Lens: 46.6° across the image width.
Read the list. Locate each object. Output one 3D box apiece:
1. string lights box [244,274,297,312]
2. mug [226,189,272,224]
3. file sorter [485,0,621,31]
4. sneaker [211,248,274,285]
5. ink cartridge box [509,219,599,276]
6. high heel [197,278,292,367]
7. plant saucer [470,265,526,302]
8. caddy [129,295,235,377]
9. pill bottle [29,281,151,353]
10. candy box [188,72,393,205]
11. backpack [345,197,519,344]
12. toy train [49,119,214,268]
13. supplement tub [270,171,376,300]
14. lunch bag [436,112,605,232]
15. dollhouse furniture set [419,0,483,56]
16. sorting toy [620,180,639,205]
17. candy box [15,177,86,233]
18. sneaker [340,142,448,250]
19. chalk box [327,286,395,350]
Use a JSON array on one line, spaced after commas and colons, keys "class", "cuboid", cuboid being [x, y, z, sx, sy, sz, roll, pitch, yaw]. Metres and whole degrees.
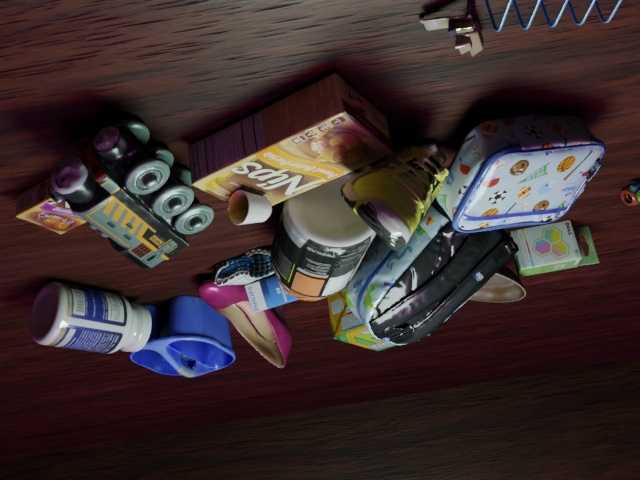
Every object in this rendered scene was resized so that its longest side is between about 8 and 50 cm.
[{"class": "string lights box", "cuboid": [-0.039, 0.102, 1.838, 0.260, 0.076, 0.133, -18, 179, 20]}, {"class": "mug", "cuboid": [-0.127, -0.062, 1.349, 0.064, 0.078, 0.062, 2, 124, -43]}, {"class": "file sorter", "cuboid": [0.316, -0.357, 1.005, 0.171, 0.104, 0.118, -6, 155, -6]}, {"class": "sneaker", "cuboid": [-0.167, 0.069, 1.806, 0.191, 0.071, 0.083, -13, 162, 29]}, {"class": "ink cartridge box", "cuboid": [0.592, 0.016, 1.875, 0.210, 0.108, 0.062, -10, 156, 3]}, {"class": "high heel", "cuboid": [-0.189, 0.217, 1.962, 0.127, 0.181, 0.377, -22, 152, 27]}, {"class": "plant saucer", "cuboid": [0.379, 0.091, 1.932, 0.311, 0.050, 0.310, 15, 164, 4]}, {"class": "caddy", "cuboid": [-0.380, 0.289, 2.058, 0.242, 0.179, 0.341, -16, 154, 12]}, {"class": "pill bottle", "cuboid": [-0.562, 0.198, 1.835, 0.153, 0.153, 0.265, -28, 148, 35]}, {"class": "candy box", "cuboid": [-0.054, -0.161, 1.317, 0.317, 0.087, 0.183, -22, 153, 25]}, {"class": "backpack", "cuboid": [0.221, 0.068, 1.661, 0.290, 0.273, 0.355, 30, 92, -46]}, {"class": "toy train", "cuboid": [-0.324, -0.072, 1.308, 0.190, 0.142, 0.334, -35, 152, 2]}, {"class": "supplement tub", "cuboid": [0.000, 0.000, 1.552, 0.194, 0.193, 0.316, -2, 155, -13]}, {"class": "lunch bag", "cuboid": [0.386, -0.120, 1.427, 0.304, 0.114, 0.243, -5, 137, -26]}, {"class": "dollhouse furniture set", "cuboid": [0.198, -0.301, 1.129, 0.081, 0.090, 0.114, -2, 162, 22]}, {"class": "sorting toy", "cuboid": [0.742, -0.110, 1.718, 0.042, 0.061, 0.102, -32, -161, -17]}, {"class": "candy box", "cuboid": [-0.468, -0.079, 1.399, 0.187, 0.053, 0.109, -23, 151, 25]}, {"class": "sneaker", "cuboid": [0.142, -0.102, 1.316, 0.147, 0.145, 0.384, -41, -172, 19]}, {"class": "chalk box", "cuboid": [0.173, 0.187, 2.019, 0.180, 0.179, 0.289, -24, 151, 30]}]
